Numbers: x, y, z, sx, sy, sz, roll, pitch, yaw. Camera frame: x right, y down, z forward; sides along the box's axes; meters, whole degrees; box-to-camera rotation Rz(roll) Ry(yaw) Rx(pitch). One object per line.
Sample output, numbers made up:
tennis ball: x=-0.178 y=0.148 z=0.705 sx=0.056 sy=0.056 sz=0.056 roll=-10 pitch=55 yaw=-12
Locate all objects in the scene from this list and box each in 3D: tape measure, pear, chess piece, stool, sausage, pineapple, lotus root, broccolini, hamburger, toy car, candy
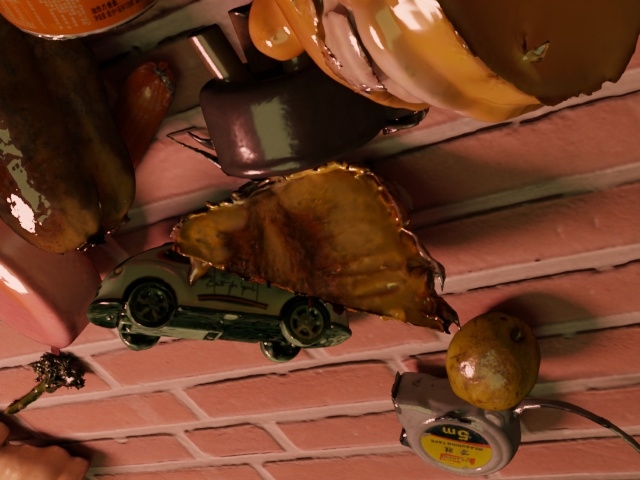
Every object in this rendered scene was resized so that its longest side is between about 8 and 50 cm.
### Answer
tape measure: x=0.257 y=0.240 z=1.173 sx=0.330 sy=0.084 sz=0.164 roll=7 pitch=140 yaw=17
pear: x=0.198 y=0.139 z=1.074 sx=0.107 sy=0.107 sz=0.131 roll=22 pitch=143 yaw=-2
chess piece: x=-0.567 y=0.382 z=1.622 sx=0.300 sy=0.167 sz=0.167 roll=31 pitch=138 yaw=-6
stool: x=-0.010 y=-0.147 z=0.836 sx=0.153 sy=0.228 sz=0.139 roll=31 pitch=140 yaw=62
sausage: x=-0.233 y=-0.085 z=1.042 sx=0.053 sy=0.053 sz=0.348 roll=31 pitch=138 yaw=-12
pineapple: x=0.002 y=-0.005 z=0.998 sx=0.335 sy=0.158 sz=0.161 roll=8 pitch=177 yaw=20
lotus root: x=-0.285 y=-0.119 z=0.918 sx=0.160 sy=0.152 sz=0.274 roll=0 pitch=112 yaw=53
broccolini: x=-0.454 y=0.243 z=1.494 sx=0.254 sy=0.058 sz=0.071 roll=-37 pitch=72 yaw=41
hamburger: x=0.069 y=-0.211 z=0.633 sx=0.237 sy=0.276 sz=0.276 roll=4 pitch=141 yaw=49
toy car: x=-0.115 y=0.067 z=1.103 sx=0.306 sy=0.125 sz=0.136 roll=5 pitch=162 yaw=-15
candy: x=-0.373 y=0.032 z=1.148 sx=0.255 sy=0.094 sz=0.255 roll=29 pitch=153 yaw=16

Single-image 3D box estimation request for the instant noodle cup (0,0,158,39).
instant noodle cup: x=-0.204 y=-0.273 z=0.721 sx=0.216 sy=0.215 sz=0.172 roll=7 pitch=146 yaw=15
